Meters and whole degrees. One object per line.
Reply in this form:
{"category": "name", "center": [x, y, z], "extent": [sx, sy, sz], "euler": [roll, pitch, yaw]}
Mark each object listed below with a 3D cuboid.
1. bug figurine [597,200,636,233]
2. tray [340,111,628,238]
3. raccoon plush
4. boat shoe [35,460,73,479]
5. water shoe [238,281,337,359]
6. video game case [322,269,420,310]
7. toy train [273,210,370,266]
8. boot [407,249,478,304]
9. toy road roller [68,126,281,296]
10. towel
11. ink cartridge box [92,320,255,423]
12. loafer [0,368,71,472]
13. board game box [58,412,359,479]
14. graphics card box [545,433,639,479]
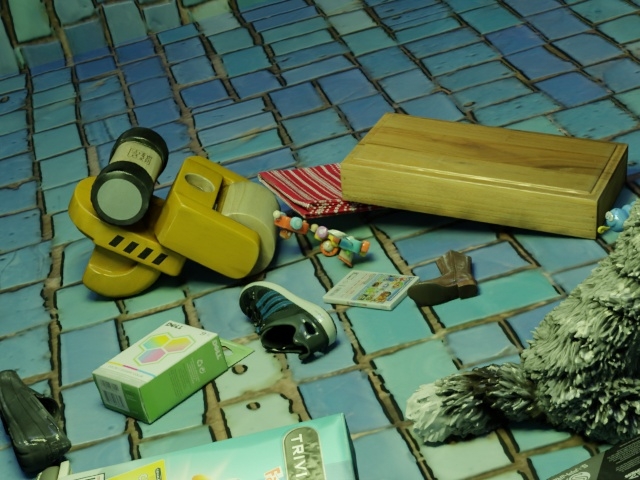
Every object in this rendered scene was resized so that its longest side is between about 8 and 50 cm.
{"category": "bug figurine", "center": [0.539, -0.026, 2.082], "extent": [0.216, 0.072, 0.279], "euler": [-22, 26, -17]}
{"category": "tray", "center": [0.259, -0.110, 2.321], "extent": [0.411, 0.076, 0.203], "euler": [10, 33, 21]}
{"category": "raccoon plush", "center": [0.301, 0.082, 1.712], "extent": [0.446, 0.299, 0.216], "euler": [-15, 25, -2]}
{"category": "boat shoe", "center": [-0.328, 0.362, 1.689], "extent": [0.091, 0.109, 0.305], "euler": [-9, 29, 0]}
{"category": "water shoe", "center": [-0.067, 0.114, 2.113], "extent": [0.080, 0.073, 0.203], "euler": [-34, 31, -32]}
{"category": "video game case", "center": [0.076, 0.074, 2.193], "extent": [0.122, 0.011, 0.087], "euler": [5, 30, 36]}
{"category": "toy train", "center": [0.000, 0.000, 2.301], "extent": [0.125, 0.046, 0.166], "euler": [18, 1, -40]}
{"category": "boot", "center": [0.175, 0.050, 2.158], "extent": [0.106, 0.037, 0.114], "euler": [-1, 28, -2]}
{"category": "toy road roller", "center": [-0.249, -0.011, 2.385], "extent": [0.329, 0.241, 0.202], "euler": [24, 25, -7]}
{"category": "towel", "center": [0.057, -0.097, 2.452], "extent": [0.274, 0.031, 0.199], "euler": [-8, 24, -24]}
{"category": "ink cartridge box", "center": [-0.207, 0.170, 2.081], "extent": [0.109, 0.062, 0.209], "euler": [11, 35, 45]}
{"category": "loafer", "center": [-0.398, 0.243, 2.025], "extent": [0.078, 0.076, 0.223], "euler": [-17, 29, -17]}
{"category": "board game box", "center": [-0.114, 0.337, 1.587], "extent": [0.336, 0.079, 0.254], "euler": [-14, 41, 2]}
{"category": "graphics card box", "center": [0.413, 0.303, 1.434], "extent": [0.232, 0.094, 0.371], "euler": [-23, 27, -18]}
